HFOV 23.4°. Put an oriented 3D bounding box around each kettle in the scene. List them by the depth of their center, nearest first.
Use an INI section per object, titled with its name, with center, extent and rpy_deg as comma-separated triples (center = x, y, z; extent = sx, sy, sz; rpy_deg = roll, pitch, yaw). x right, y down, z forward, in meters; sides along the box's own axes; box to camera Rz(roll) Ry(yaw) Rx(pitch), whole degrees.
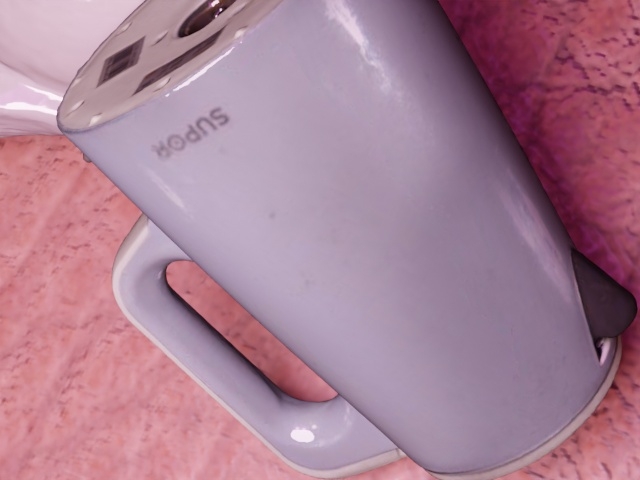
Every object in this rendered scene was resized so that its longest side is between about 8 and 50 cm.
[kettle]
center = 0.000, 0.000, 0.681
extent = 0.210, 0.243, 0.160
rpy_deg = -28, 25, 23

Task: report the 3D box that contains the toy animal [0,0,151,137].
[toy animal]
center = -0.137, -0.146, 0.774
extent = 0.265, 0.272, 0.206
rpy_deg = 11, 36, -2
